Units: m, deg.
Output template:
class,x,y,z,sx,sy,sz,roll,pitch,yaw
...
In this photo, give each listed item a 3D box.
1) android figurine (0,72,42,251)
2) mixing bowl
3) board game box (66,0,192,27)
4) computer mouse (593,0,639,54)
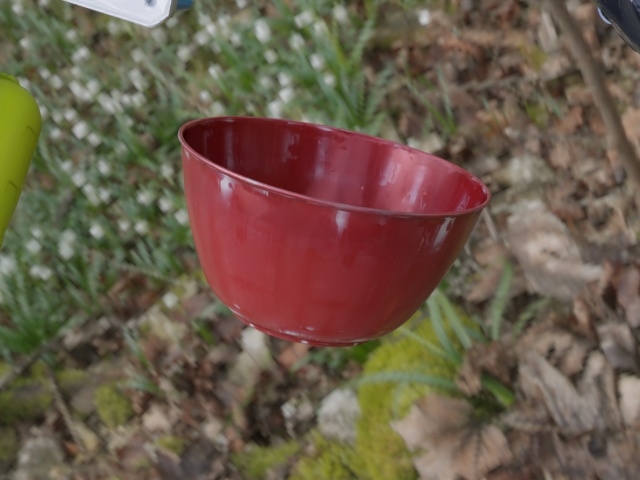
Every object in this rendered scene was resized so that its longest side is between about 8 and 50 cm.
class,x,y,z,sx,sy,sz,roll,pitch,yaw
android figurine,-0.223,-0.068,0.635,0.056,0.248,0.273,-21,52,57
mixing bowl,0.000,0.000,0.960,0.181,0.181,0.098,20,109,29
board game box,-0.234,-0.408,1.345,0.390,0.050,0.390,20,106,23
computer mouse,0.164,-0.173,1.110,0.242,0.071,0.041,32,116,5
